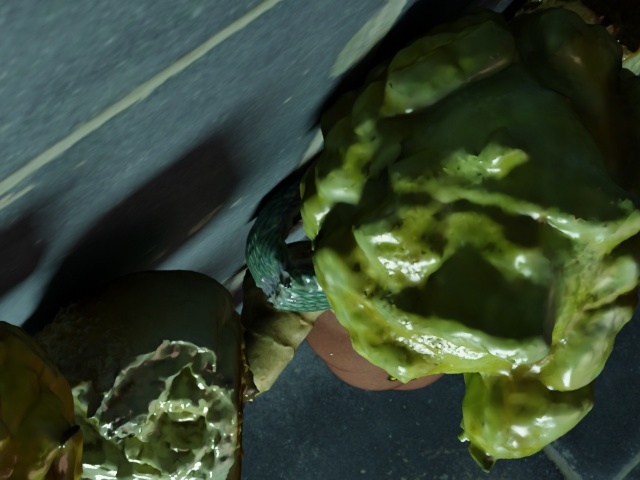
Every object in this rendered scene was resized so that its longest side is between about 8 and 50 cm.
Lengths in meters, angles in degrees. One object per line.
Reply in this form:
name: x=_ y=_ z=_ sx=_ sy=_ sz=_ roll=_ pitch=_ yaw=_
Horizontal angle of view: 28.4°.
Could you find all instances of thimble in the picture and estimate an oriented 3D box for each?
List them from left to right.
thimble: x=0.001 y=-0.002 z=1.161 sx=0.135 sy=0.118 sz=0.090 roll=-22 pitch=164 yaw=-18

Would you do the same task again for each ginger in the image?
ginger: x=-0.005 y=0.034 z=1.402 sx=0.334 sy=0.081 sz=0.148 roll=-44 pitch=-148 yaw=12

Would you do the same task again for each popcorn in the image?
popcorn: x=-0.196 y=0.117 z=0.699 sx=0.167 sy=0.152 sz=0.148 roll=-4 pitch=115 yaw=-79
popcorn: x=0.123 y=-0.018 z=0.987 sx=0.335 sy=0.279 sz=0.274 roll=-58 pitch=-160 yaw=4

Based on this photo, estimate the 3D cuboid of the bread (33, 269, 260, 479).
bread: x=-0.132 y=0.121 z=0.924 sx=0.314 sy=0.171 sz=0.192 roll=95 pitch=-1 yaw=-51

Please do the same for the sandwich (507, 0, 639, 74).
sandwich: x=0.225 y=-0.151 z=1.341 sx=0.325 sy=0.131 sz=0.262 roll=-52 pitch=170 yaw=34

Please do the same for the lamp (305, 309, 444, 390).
lamp: x=0.104 y=0.049 z=1.665 sx=0.305 sy=0.239 sz=0.305 roll=-18 pitch=130 yaw=-22

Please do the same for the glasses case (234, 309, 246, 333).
glasses case: x=-0.170 y=0.163 z=1.530 sx=0.144 sy=0.076 sz=0.336 roll=-41 pitch=175 yaw=10
